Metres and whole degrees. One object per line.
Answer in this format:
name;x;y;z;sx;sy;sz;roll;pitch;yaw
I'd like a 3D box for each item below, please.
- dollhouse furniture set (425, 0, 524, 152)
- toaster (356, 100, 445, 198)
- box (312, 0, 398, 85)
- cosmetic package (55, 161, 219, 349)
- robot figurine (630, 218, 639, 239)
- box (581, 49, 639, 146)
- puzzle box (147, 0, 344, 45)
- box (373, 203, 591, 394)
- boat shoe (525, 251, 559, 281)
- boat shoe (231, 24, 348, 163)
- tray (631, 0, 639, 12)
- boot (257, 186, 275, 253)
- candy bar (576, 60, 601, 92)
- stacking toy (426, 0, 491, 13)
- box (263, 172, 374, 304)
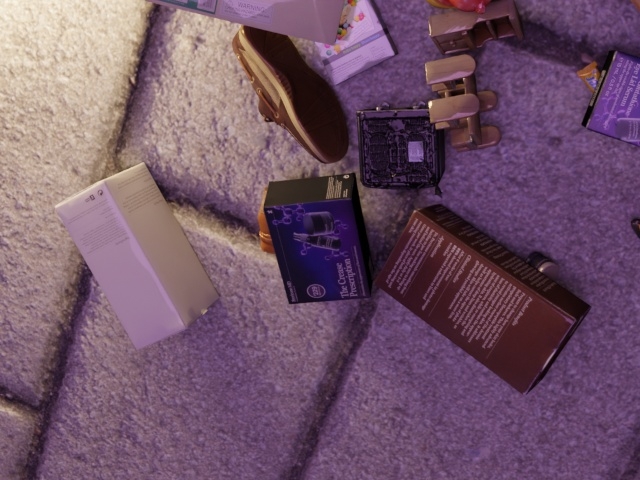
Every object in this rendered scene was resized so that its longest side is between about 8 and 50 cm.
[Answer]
dollhouse furniture set;0.302;-0.308;1.719;0.161;0.212;0.242;-8;77;20
toaster;0.167;-0.185;1.846;0.168;0.110;0.186;0;106;17
box;0.052;-0.429;1.846;0.145;0.038;0.186;-23;98;21
cosmetic package;-0.401;0.031;2.040;0.155;0.197;0.365;-24;97;22
robot figurine;0.745;-0.025;1.735;0.291;0.085;0.211;29;112;6
box;0.608;-0.247;1.682;0.207;0.108;0.153;19;104;7
puzzle box;-0.139;-0.555;1.754;0.409;0.052;0.272;14;114;-1
box;0.320;0.108;1.828;0.381;0.143;0.191;38;115;21
boat shoe;0.422;0.116;1.902;0.065;0.075;0.206;53;129;44
boat shoe;-0.071;-0.298;1.895;0.342;0.123;0.123;53;144;-5
tray;0.651;-0.430;1.544;0.203;0.076;0.411;-41;78;37
boot;-0.039;-0.031;1.986;0.197;0.073;0.152;12;117;11
candy bar;0.554;-0.269;1.754;0.040;0.018;0.161;-35;93;23
stacking toy;0.277;-0.573;1.593;0.279;0.130;0.309;-36;125;-1
box;0.000;0.000;1.903;0.184;0.103;0.261;-4;127;13
